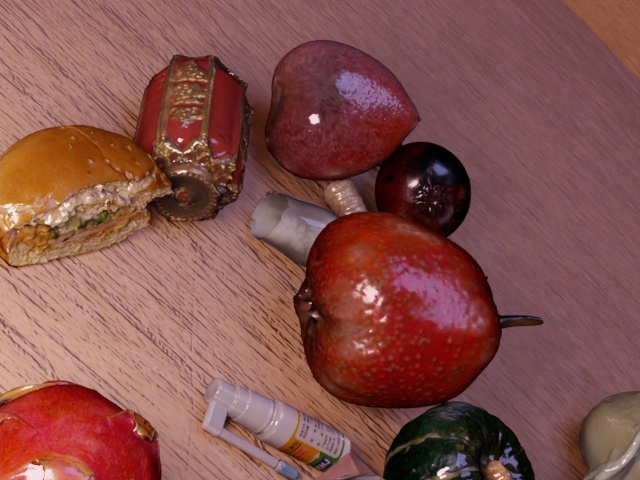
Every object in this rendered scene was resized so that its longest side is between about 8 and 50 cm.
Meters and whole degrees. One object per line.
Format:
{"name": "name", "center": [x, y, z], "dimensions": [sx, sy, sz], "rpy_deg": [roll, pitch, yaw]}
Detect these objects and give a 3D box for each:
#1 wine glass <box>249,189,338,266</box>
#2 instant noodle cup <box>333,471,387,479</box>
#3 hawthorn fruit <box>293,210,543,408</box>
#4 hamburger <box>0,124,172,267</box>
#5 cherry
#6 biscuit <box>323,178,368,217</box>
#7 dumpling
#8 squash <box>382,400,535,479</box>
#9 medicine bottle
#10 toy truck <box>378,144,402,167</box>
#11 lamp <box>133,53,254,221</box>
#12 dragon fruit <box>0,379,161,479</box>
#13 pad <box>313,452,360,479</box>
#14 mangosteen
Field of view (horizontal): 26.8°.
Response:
{"name": "wine glass", "center": [0.000, 0.000, 2.110], "dimensions": [0.222, 0.103, 0.103], "rpy_deg": [25, 40, -34]}
{"name": "instant noodle cup", "center": [0.024, 0.424, 1.641], "dimensions": [0.240, 0.178, 0.240], "rpy_deg": [31, 37, -27]}
{"name": "hawthorn fruit", "center": [0.143, 0.105, 1.954], "dimensions": [0.369, 0.285, 0.285], "rpy_deg": [5, 42, -1]}
{"name": "hamburger", "center": [-0.331, -0.074, 1.749], "dimensions": [0.283, 0.144, 0.157], "rpy_deg": [-15, 69, -53]}
{"name": "cherry", "center": [0.028, -0.209, 2.232], "dimensions": [0.239, 0.206, 0.239], "rpy_deg": [7, 75, -28]}
{"name": "biscuit", "center": [0.078, -0.006, 2.249], "dimensions": [0.219, 0.061, 0.055], "rpy_deg": [58, 12, 13]}
{"name": "dumpling", "center": [0.553, 0.348, 2.351], "dimensions": [0.321, 0.211, 0.270], "rpy_deg": [-78, 159, -67]}
{"name": "squash", "center": [0.206, 0.360, 1.936], "dimensions": [0.252, 0.165, 0.252], "rpy_deg": [33, 34, -27]}
{"name": "medicine bottle", "center": [-0.063, 0.262, 1.818], "dimensions": [0.220, 0.061, 0.092], "rpy_deg": [31, 56, -25]}
{"name": "toy truck", "center": [0.056, -0.209, 2.402], "dimensions": [0.201, 0.088, 0.074], "rpy_deg": [26, 38, -33]}
{"name": "lamp", "center": [-0.190, -0.152, 1.985], "dimensions": [0.177, 0.177, 0.274], "rpy_deg": [32, 39, -26]}
{"name": "dragon fruit", "center": [-0.273, 0.272, 1.404], "dimensions": [0.250, 0.250, 0.315], "rpy_deg": [50, 16, 0]}
{"name": "pad", "center": [0.050, 0.385, 1.776], "dimensions": [0.006, 0.113, 0.188], "rpy_deg": [-12, 66, -40]}
{"name": "mangosteen", "center": [0.177, -0.086, 2.367], "dimensions": [0.200, 0.200, 0.200], "rpy_deg": [31, 37, -27]}
